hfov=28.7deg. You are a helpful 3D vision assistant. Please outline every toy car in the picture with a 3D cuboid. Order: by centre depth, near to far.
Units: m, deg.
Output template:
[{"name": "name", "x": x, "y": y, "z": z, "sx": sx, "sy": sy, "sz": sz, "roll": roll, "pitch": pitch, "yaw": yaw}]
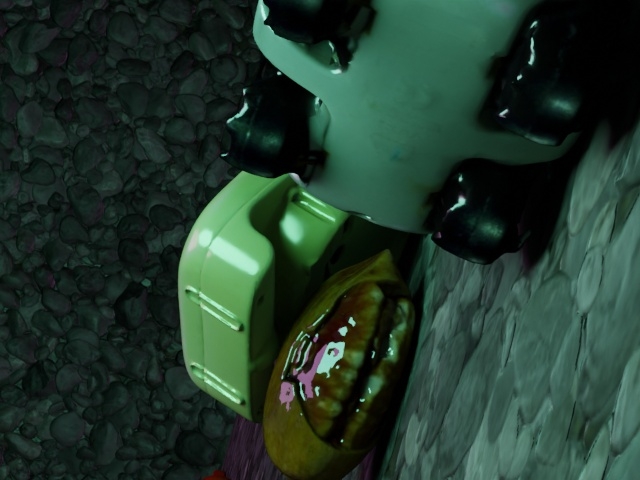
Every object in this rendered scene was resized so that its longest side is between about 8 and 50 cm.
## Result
[{"name": "toy car", "x": 0.065, "y": -0.121, "z": 0.698, "sx": 0.255, "sy": 0.188, "sz": 0.190, "roll": 107, "pitch": -176, "yaw": -53}]

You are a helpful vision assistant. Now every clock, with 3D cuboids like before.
[{"name": "clock", "x": 0.000, "y": 0.000, "z": 1.136, "sx": 0.308, "sy": 0.096, "sz": 0.235, "roll": -45, "pitch": -27, "yaw": -32}]

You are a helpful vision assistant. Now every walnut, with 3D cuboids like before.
[{"name": "walnut", "x": 0.019, "y": 0.104, "z": 1.027, "sx": 0.116, "sy": 0.116, "sz": 0.207, "roll": 151, "pitch": 142, "yaw": -83}]

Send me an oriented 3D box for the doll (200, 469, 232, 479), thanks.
[{"name": "doll", "x": -0.144, "y": 0.404, "z": 1.579, "sx": 0.363, "sy": 0.160, "sz": 0.182, "roll": -85, "pitch": 4, "yaw": -67}]
